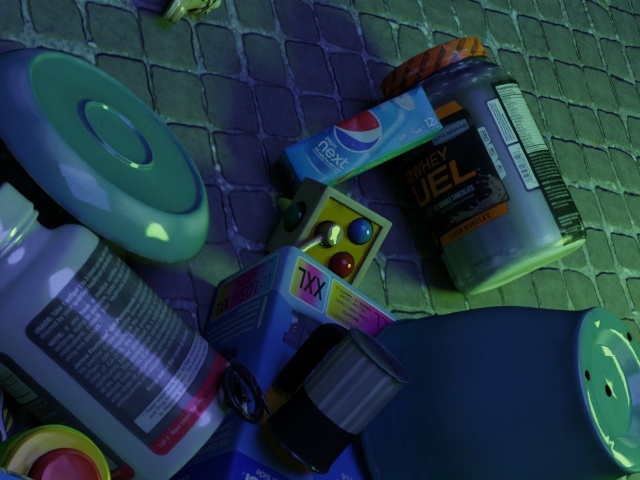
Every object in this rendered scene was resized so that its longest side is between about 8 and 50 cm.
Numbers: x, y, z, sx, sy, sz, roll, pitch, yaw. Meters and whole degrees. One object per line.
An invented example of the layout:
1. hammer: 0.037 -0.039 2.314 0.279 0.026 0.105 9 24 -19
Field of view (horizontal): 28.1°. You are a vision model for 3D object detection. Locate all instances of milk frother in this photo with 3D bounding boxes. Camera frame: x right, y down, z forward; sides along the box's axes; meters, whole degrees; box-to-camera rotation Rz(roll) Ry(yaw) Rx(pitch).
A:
1. milk frother: -0.009 0.145 1.301 0.129 0.135 0.143 46 10 28

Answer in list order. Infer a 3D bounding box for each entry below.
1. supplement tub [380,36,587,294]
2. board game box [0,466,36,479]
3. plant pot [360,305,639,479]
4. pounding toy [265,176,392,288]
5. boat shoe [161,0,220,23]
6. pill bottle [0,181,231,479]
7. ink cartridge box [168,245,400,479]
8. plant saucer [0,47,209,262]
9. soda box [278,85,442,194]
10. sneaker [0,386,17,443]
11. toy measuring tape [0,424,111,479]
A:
1. supplement tub: 0.227 -0.108 1.849 0.207 0.207 0.338 -14 77 -47
2. board game box: -0.340 0.280 1.027 0.232 0.291 0.141 28 51 -29
3. plant pot: 0.223 0.191 1.428 0.272 0.255 0.271 26 54 -44
4. pounding toy: 0.000 0.000 1.627 0.141 0.100 0.130 29 89 -28
5. boat shoe: -0.158 -0.338 1.725 0.059 0.063 0.170 40 44 -12
6. pill bottle: -0.250 0.096 1.304 0.318 0.176 0.176 46 44 -14
7. ink cartridge box: -0.020 0.245 1.461 0.270 0.151 0.395 34 49 -25
8. plant saucer: -0.237 -0.108 1.438 0.317 0.044 0.317 41 20 -18
9. soda box: 0.053 -0.130 1.719 0.210 0.071 0.067 -26 85 -11
10. sneaker: -0.327 0.183 1.296 0.035 0.031 0.083 48 25 -55
11. toy measuring tape: -0.299 0.200 1.137 0.330 0.121 0.121 28 50 -27
